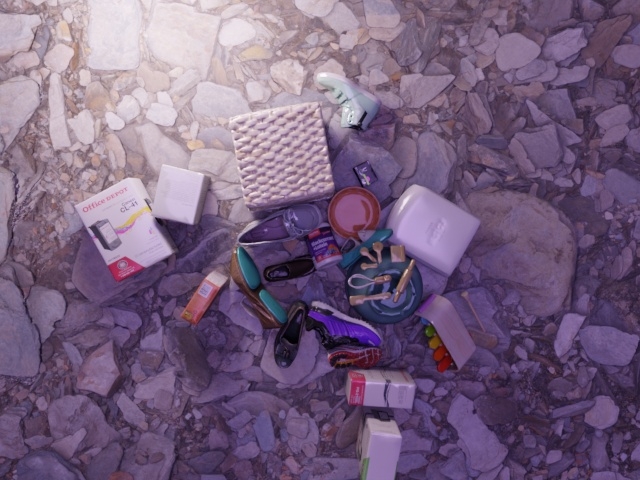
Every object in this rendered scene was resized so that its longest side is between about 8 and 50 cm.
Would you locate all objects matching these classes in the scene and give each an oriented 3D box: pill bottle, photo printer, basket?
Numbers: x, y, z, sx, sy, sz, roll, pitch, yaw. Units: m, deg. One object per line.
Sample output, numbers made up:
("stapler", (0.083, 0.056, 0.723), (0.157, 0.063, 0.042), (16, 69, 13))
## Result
("pill bottle", (0.000, 0.000, 1.883), (0.108, 0.108, 0.193), (-21, 77, -2))
("photo printer", (0.402, -0.045, 1.920), (0.307, 0.107, 0.256), (30, 92, -6))
("basket", (-0.126, -0.281, 1.791), (0.331, 0.266, 0.328), (-11, 94, -5))

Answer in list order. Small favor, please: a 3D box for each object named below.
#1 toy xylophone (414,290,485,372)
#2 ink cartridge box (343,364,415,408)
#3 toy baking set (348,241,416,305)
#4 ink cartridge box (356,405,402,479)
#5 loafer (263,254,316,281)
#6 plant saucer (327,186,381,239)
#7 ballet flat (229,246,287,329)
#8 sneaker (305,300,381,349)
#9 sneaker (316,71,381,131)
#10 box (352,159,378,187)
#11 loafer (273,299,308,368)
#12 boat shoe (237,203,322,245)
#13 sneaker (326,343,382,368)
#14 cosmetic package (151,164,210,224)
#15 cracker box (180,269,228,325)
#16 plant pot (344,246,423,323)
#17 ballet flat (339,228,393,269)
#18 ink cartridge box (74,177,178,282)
("toy xylophone", (0.494, 0.334, 1.932), (0.236, 0.081, 0.323), (-33, 107, -27))
("ink cartridge box", (0.215, 0.540, 1.920), (0.237, 0.172, 0.100), (6, 96, -4))
("toy baking set", (0.206, 0.123, 1.768), (0.196, 0.030, 0.256), (21, 83, 6))
("ink cartridge box", (0.207, 0.739, 1.885), (0.114, 0.273, 0.198), (9, 94, -2))
("loafer", (-0.104, 0.112, 1.913), (0.220, 0.078, 0.080), (-18, 95, -2))
("plant saucer", (0.125, -0.101, 1.933), (0.200, 0.037, 0.200), (0, 95, -3))
("ballet flat", (-0.257, 0.189, 1.905), (0.124, 0.116, 0.342), (-29, 101, 24))
("sneaker", (0.074, 0.348, 1.909), (0.293, 0.102, 0.146), (25, 65, 2))
("sneaker", (0.080, -0.495, 1.867), (0.256, 0.094, 0.151), (27, 86, -8))
("box", (0.166, -0.246, 1.917), (0.062, 0.052, 0.083), (-28, 94, -1))
("loafer", (-0.113, 0.356, 1.928), (0.096, 0.084, 0.267), (16, 93, -5))
("boat shoe", (-0.145, -0.045, 1.827), (0.320, 0.103, 0.118), (-13, 104, 24))
("sneaker", (0.129, 0.421, 1.950), (0.225, 0.093, 0.088), (5, 113, -21))
("cosmetic package", (-0.491, -0.159, 1.831), (0.151, 0.151, 0.184), (14, 92, -4))
("cracker box", (-0.404, 0.196, 1.823), (0.067, 0.232, 0.156), (33, 91, -4))
("plant pot", (0.245, 0.178, 1.883), (0.293, 0.196, 0.293), (0, 95, -4))
("ballet flat", (0.148, 0.012, 1.886), (0.247, 0.083, 0.087), (-38, 96, 26))
("ink cartridge box", (-0.685, -0.038, 1.839), (0.226, 0.131, 0.306), (-28, 97, -1))
